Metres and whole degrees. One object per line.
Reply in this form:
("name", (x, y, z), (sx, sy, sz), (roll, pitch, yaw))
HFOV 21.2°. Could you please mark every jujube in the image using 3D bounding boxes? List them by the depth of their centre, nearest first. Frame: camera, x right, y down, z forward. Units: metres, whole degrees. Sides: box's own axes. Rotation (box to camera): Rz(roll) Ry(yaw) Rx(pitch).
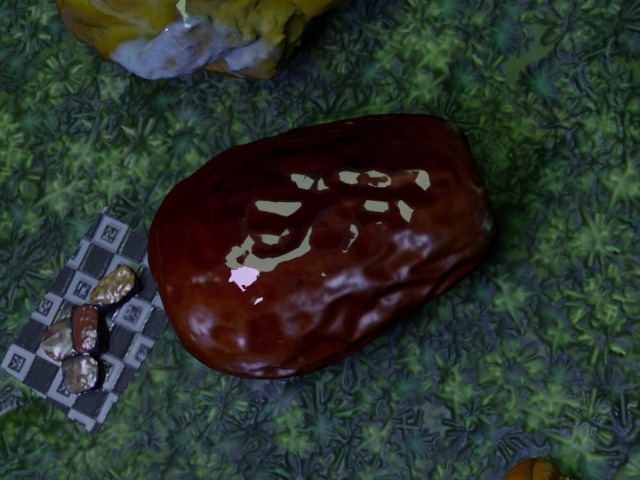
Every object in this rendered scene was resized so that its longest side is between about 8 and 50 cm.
("jujube", (0.000, 0.000, 1.573), (0.318, 0.223, 0.223), (-21, 70, 4))

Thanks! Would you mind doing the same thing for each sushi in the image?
("sushi", (-0.227, 0.074, 1.713), (0.139, 0.031, 0.201), (32, 88, 23))

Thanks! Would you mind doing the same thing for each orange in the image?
("orange", (0.196, 0.237, 1.508), (0.062, 0.086, 0.086), (-49, 65, 27))

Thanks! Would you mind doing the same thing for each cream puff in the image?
("cream puff", (-0.117, -0.313, 1.672), (0.378, 0.275, 0.378), (4, 66, -9))
